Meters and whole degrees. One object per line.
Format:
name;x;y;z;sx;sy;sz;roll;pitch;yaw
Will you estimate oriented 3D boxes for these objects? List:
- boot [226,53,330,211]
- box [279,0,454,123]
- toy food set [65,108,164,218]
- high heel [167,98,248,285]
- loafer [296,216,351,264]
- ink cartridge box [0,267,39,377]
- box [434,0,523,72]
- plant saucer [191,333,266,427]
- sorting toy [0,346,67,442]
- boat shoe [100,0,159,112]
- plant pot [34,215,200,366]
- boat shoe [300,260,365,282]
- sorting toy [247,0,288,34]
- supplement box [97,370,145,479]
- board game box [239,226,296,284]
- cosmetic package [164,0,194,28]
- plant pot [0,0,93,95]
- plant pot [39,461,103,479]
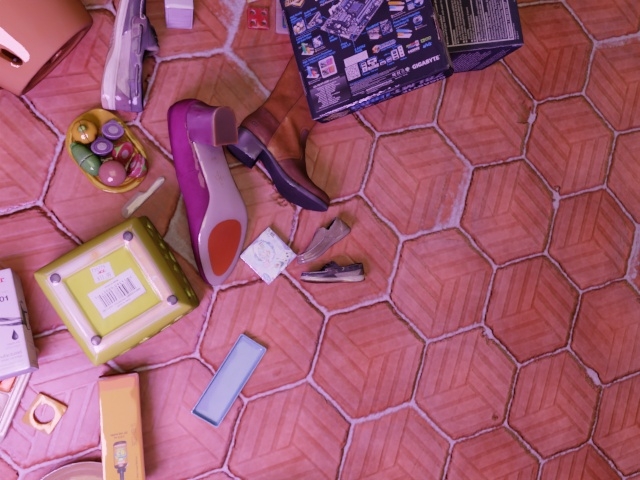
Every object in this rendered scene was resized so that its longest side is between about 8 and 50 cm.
boot;-0.028;-0.234;1.164;0.264;0.096;0.280;36;72;-4
box;0.084;-0.424;1.055;0.295;0.073;0.293;-17;87;22
toy food set;-0.416;-0.166;1.050;0.128;0.071;0.218;-40;98;-12
high heel;-0.250;-0.101;1.104;0.127;0.181;0.377;-7;107;-47
loafer;0.000;0.000;1.162;0.148;0.056;0.050;-37;96;-23
ink cartridge box;-0.612;0.162;0.955;0.139;0.082;0.191;-14;79;-21
box;0.256;-0.538;1.179;0.294;0.182;0.296;-11;91;-15
plant saucer;-0.194;0.295;1.117;0.067;0.018;0.192;34;81;-11
sorting toy;-0.654;0.270;0.984;0.347;0.047;0.196;21;83;-13
boat shoe;-0.372;-0.397;1.060;0.092;0.103;0.285;12;89;-19
plant pot;-0.373;0.092;0.982;0.228;0.207;0.227;-32;95;-14
boat shoe;0.026;0.070;1.167;0.152;0.056;0.049;1;82;-24
sorting toy;-0.040;-0.530;1.175;0.274;0.046;0.132;1;87;-14
supplement box;-0.385;0.376;1.017;0.078;0.080;0.234;-3;80;-23
board game box;-0.114;0.033;1.146;0.090;0.020;0.090;46;77;-9
cosmetic package;-0.297;-0.575;1.085;0.060;0.099;0.239;-4;89;-17
plant pot;-0.553;-0.401;0.933;0.203;0.291;0.291;43;78;-25
plant pot;-0.466;0.548;1.015;0.236;0.032;0.236;4;80;-22
